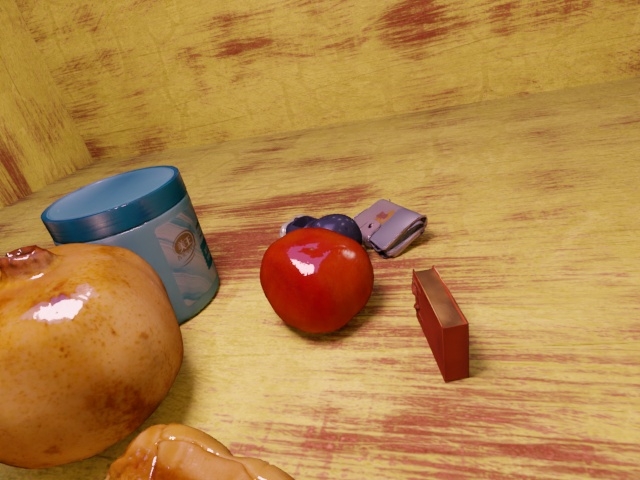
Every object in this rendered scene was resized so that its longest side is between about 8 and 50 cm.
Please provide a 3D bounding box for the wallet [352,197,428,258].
[{"bbox_3d":[0.189,-0.039,1.194,0.170,0.069,0.231,-37,28,-6],"label":"wallet"}]

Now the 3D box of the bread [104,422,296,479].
[{"bbox_3d":[-0.135,0.345,0.525,0.294,0.167,0.132,3,32,29],"label":"bread"}]

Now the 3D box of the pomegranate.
[{"bbox_3d":[-0.453,0.178,0.754,0.416,0.417,0.417,-11,28,6],"label":"pomegranate"}]

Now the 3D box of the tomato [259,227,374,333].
[{"bbox_3d":[-0.009,0.075,0.920,0.259,0.180,0.260,-2,52,2],"label":"tomato"}]

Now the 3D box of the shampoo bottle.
[{"bbox_3d":[-0.472,0.024,1.082,0.330,0.343,0.331,-10,28,5],"label":"shampoo bottle"}]

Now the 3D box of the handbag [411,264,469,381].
[{"bbox_3d":[0.221,0.147,0.774,0.062,0.127,0.190,-11,28,2],"label":"handbag"}]

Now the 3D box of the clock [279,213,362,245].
[{"bbox_3d":[0.000,0.000,1.135,0.199,0.147,0.243,-30,24,-37],"label":"clock"}]
